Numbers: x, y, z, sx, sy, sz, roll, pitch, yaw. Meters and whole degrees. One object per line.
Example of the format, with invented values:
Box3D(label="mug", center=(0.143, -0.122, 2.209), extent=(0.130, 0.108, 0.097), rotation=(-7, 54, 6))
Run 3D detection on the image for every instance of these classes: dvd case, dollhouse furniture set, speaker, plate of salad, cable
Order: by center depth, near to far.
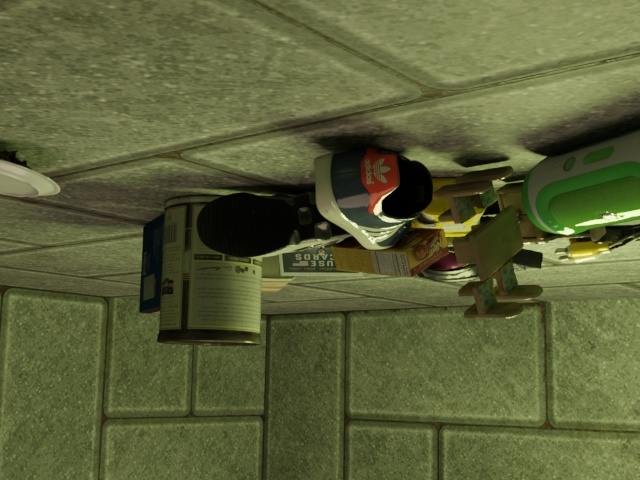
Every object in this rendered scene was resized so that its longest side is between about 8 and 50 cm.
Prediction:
Box3D(label="speaker", center=(0.415, -0.084, 1.251), extent=(0.131, 0.131, 0.296), rotation=(6, 170, -26))
Box3D(label="plate of salad", center=(-0.510, -0.113, 1.428), extent=(0.199, 0.048, 0.200), rotation=(10, 166, 3))
Box3D(label="dollhouse furniture set", center=(0.324, -0.017, 1.432), extent=(0.161, 0.212, 0.242), rotation=(-5, -162, 40))
Box3D(label="dvd case", center=(0.000, 0.000, 1.826), extent=(0.179, 0.030, 0.239), rotation=(0, 145, 2))
Box3D(label="cable", center=(0.661, 0.007, 1.953), extent=(0.287, 0.072, 0.139), rotation=(-5, 174, 34))

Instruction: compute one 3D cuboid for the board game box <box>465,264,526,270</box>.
Box3D(label="board game box", center=(0.419, 0.046, 2.314), extent=(0.165, 0.042, 0.243), rotation=(-3, 170, 24))

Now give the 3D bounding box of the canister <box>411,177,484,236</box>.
Box3D(label="canister", center=(0.227, -0.058, 1.599), extent=(0.126, 0.073, 0.170), rotation=(1, 169, 3))

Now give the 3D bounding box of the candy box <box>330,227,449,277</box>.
Box3D(label="candy box", center=(0.122, 0.017, 1.612), extent=(0.186, 0.053, 0.109), rotation=(5, -154, 46))

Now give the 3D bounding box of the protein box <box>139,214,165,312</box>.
Box3D(label="protein box", center=(-0.303, 0.057, 1.971), extent=(0.135, 0.200, 0.201), rotation=(5, 170, -25))

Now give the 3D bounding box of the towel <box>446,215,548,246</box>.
Box3D(label="towel", center=(0.329, -0.021, 1.760), extent=(0.282, 0.049, 0.187), rotation=(-2, -175, 27))

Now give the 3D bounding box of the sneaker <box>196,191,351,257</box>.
Box3D(label="sneaker", center=(-0.058, -0.027, 1.660), extent=(0.330, 0.123, 0.146), rotation=(-4, 173, 10))

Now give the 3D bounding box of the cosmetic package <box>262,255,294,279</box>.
Box3D(label="cosmetic package", center=(-0.147, 0.041, 2.079), extent=(0.153, 0.129, 0.296), rotation=(4, 170, -8))

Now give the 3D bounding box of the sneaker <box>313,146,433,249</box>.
Box3D(label="sneaker", center=(0.117, -0.063, 1.418), extent=(0.148, 0.131, 0.350), rotation=(-9, 172, 21))

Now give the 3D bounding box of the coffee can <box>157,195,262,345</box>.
Box3D(label="coffee can", center=(-0.213, 0.066, 1.777), extent=(0.201, 0.276, 0.201), rotation=(1, 171, 0))

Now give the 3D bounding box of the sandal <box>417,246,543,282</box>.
Box3D(label="sandal", center=(0.317, 0.046, 2.009), extent=(0.445, 0.107, 0.167), rotation=(9, -178, -30))
